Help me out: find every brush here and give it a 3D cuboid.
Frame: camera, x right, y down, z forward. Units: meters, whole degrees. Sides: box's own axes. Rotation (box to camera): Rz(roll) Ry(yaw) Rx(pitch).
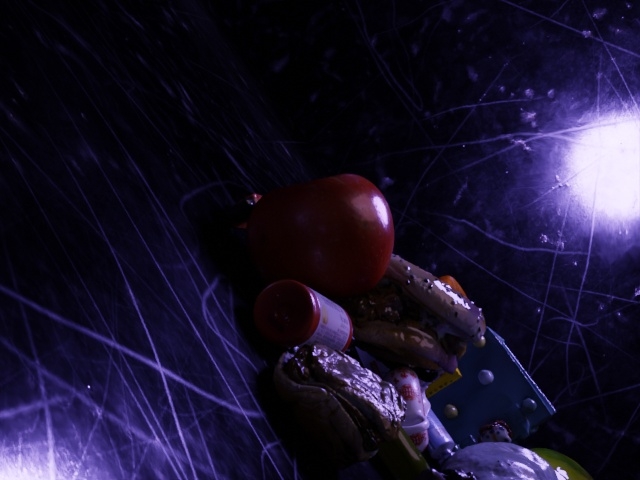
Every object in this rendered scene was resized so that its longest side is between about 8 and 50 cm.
[{"bbox_3d":[-0.123,-0.051,1.971,0.051,0.070,0.323,59,7,4],"label":"brush"}]

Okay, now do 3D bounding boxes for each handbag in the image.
[{"bbox_3d":[0.343,0.352,2.291,0.274,0.269,0.100,59,10,25],"label":"handbag"}]

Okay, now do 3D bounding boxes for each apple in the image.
[{"bbox_3d":[0.000,0.000,1.801,0.260,0.261,0.216,5,74,-80],"label":"apple"}]

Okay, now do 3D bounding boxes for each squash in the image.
[{"bbox_3d":[0.127,0.356,1.740,0.258,0.069,0.069,54,8,-2],"label":"squash"}]

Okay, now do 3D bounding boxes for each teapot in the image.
[{"bbox_3d":[0.156,0.314,1.873,0.245,0.116,0.159,-95,-174,-79],"label":"teapot"}]

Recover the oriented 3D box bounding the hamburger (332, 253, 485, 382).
[{"bbox_3d":[0.137,0.138,1.992,0.277,0.195,0.318,38,-12,-35],"label":"hamburger"}]

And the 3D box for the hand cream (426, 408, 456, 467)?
[{"bbox_3d":[0.214,0.373,2.231,0.091,0.058,0.271,19,30,-46],"label":"hand cream"}]

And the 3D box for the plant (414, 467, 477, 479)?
[{"bbox_3d":[0.161,0.398,1.392,0.194,0.182,0.320,58,4,23],"label":"plant"}]

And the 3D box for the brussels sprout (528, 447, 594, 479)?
[{"bbox_3d":[0.443,0.581,2.044,0.344,0.268,0.344,-14,90,-73],"label":"brussels sprout"}]

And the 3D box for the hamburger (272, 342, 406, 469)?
[{"bbox_3d":[0.016,0.239,1.482,0.206,0.130,0.183,36,7,-1],"label":"hamburger"}]

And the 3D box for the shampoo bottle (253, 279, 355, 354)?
[{"bbox_3d":[-0.012,0.142,1.687,0.104,0.104,0.278,58,8,23],"label":"shampoo bottle"}]

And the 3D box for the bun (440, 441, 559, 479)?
[{"bbox_3d":[0.324,0.497,1.690,0.362,0.211,0.361,-22,90,-83],"label":"bun"}]

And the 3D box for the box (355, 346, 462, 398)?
[{"bbox_3d":[0.170,0.225,2.186,0.097,0.168,0.265,51,10,-35],"label":"box"}]

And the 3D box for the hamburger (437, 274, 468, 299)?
[{"bbox_3d":[0.294,0.241,2.621,0.291,0.225,0.291,55,14,-21],"label":"hamburger"}]
